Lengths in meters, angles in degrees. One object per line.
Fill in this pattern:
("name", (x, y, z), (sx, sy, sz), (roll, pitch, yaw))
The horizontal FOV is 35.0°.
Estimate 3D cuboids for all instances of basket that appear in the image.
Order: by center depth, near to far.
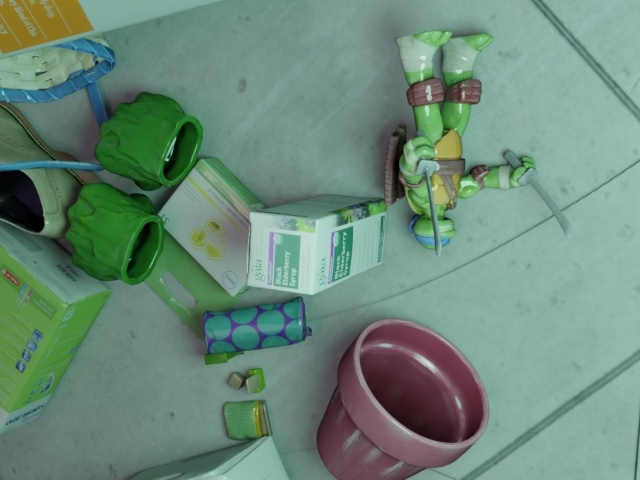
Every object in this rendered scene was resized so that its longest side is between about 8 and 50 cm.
("basket", (-0.422, -0.236, 1.447), (0.201, 0.255, 0.289), (-16, 85, 36))

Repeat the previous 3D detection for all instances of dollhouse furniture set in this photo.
("dollhouse furniture set", (-0.124, 0.233, 1.499), (0.076, 0.058, 0.152), (-8, 95, 25))

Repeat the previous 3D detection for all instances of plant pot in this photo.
("plant pot", (0.091, 0.234, 1.343), (0.201, 0.201, 0.180), (44, 128, 11))

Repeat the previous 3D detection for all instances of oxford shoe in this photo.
("oxford shoe", (-0.514, -0.130, 1.561), (0.397, 0.146, 0.140), (28, 109, 17))

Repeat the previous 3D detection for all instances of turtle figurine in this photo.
("turtle figurine", (0.185, -0.121, 1.234), (0.197, 0.274, 0.266), (-4, 94, -10))

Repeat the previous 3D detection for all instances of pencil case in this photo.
("pencil case", (-0.092, 0.121, 1.447), (0.151, 0.070, 0.064), (-9, 123, 8))

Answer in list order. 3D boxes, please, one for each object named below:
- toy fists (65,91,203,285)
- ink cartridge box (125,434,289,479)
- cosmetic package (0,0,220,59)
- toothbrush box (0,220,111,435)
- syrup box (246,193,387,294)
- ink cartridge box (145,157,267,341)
("toy fists", (-0.271, -0.076, 1.453), (0.142, 0.096, 0.279), (23, 94, 28))
("ink cartridge box", (-0.143, 0.512, 1.493), (0.279, 0.160, 0.385), (-21, 92, 27))
("cosmetic package", (-0.236, -0.394, 1.239), (0.453, 0.230, 0.161), (-16, 69, 0))
("toothbrush box", (-0.496, 0.134, 1.612), (0.206, 0.122, 0.283), (38, 111, 13))
("syrup box", (0.000, 0.000, 1.307), (0.096, 0.237, 0.093), (7, 101, 23))
("ink cartridge box", (-0.173, 0.019, 1.489), (0.171, 0.056, 0.235), (45, 111, 10))
